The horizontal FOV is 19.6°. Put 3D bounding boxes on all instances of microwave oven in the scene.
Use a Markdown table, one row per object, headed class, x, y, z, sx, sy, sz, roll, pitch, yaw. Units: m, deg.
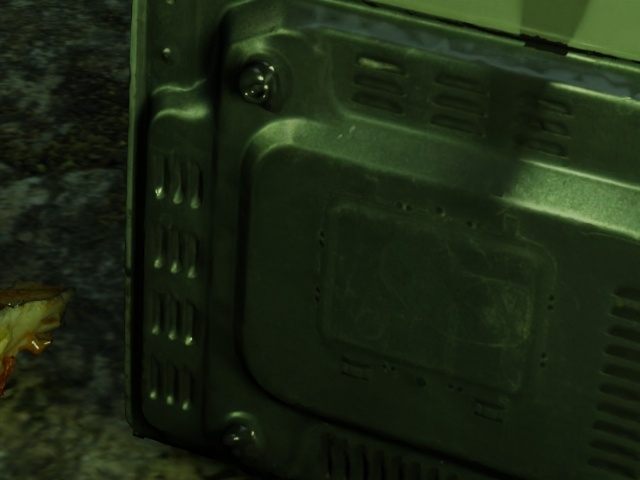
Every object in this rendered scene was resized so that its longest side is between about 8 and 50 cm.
| class | x | y | z | sx | sy | sz | roll | pitch | yaw |
| --- | --- | --- | --- | --- | --- | --- | --- | --- | --- |
| microwave oven | 0.116 | -0.010 | 0.737 | 0.355 | 0.286 | 0.218 | 16 | 27 | 21 |

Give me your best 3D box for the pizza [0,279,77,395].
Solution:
| class | x | y | z | sx | sy | sz | roll | pitch | yaw |
| --- | --- | --- | --- | --- | --- | --- | --- | --- | --- |
| pizza | -0.199 | 0.055 | 0.810 | 0.193 | 0.053 | 0.201 | -4 | 14 | -16 |
